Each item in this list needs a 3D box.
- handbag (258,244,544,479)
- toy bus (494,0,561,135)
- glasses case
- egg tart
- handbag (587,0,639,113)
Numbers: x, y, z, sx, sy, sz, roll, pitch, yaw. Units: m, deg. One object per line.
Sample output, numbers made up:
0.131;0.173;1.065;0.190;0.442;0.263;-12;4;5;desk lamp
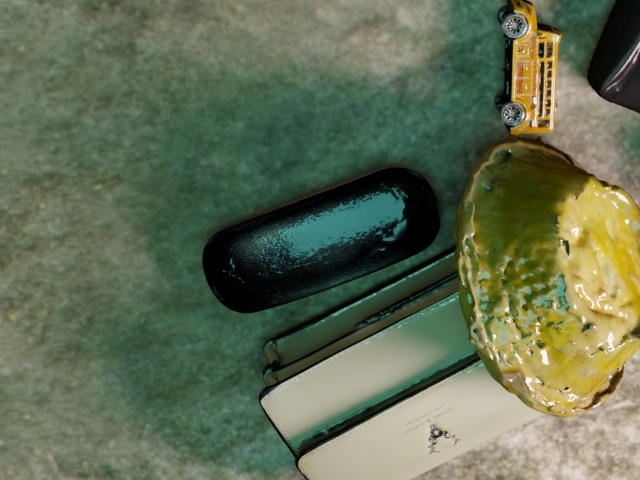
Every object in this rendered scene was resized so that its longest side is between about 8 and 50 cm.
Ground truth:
0.125;0.182;1.633;0.358;0.160;0.236;-28;113;10;handbag
0.251;-0.213;1.532;0.074;0.069;0.162;-1;111;1;toy bus
0.000;0.000;1.612;0.314;0.075;0.122;-21;106;9;glasses case
0.295;0.033;1.489;0.132;0.345;0.345;-19;113;47;egg tart
0.460;-0.250;1.508;0.223;0.080;0.247;19;110;-5;handbag
